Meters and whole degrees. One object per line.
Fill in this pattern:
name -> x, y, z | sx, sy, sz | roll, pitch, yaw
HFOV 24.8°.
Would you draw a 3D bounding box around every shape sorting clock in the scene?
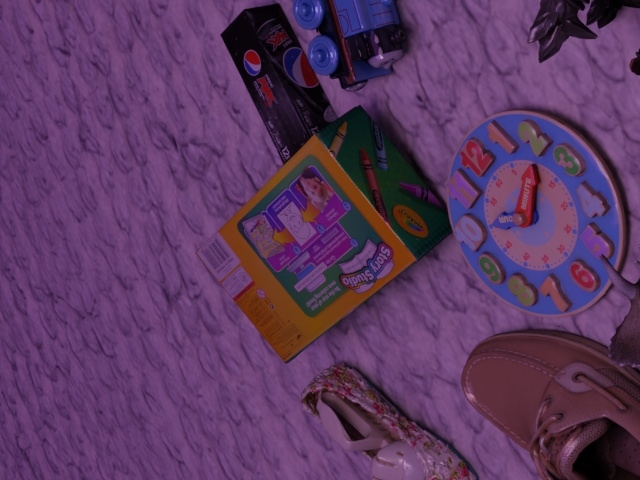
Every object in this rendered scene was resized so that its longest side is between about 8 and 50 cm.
shape sorting clock -> 0.200, -0.024, 1.387 | 0.206, 0.040, 0.206 | 21, 119, 43

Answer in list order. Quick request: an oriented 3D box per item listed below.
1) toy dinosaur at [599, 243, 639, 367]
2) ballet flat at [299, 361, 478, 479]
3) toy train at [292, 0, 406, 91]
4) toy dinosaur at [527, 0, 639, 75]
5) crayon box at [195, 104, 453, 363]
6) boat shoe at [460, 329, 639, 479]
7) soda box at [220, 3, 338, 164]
toy dinosaur -> 0.342, 0.139, 1.193 | 0.313, 0.160, 0.121 | 60, 139, 16
ballet flat -> 0.066, 0.226, 1.604 | 0.241, 0.077, 0.091 | 36, 127, 35
toy train -> 0.028, -0.246, 1.474 | 0.105, 0.080, 0.184 | -13, 93, 44
toy dinosaur -> 0.302, -0.209, 1.159 | 0.218, 0.164, 0.321 | 6, 90, 32
crayon box -> 0.000, 0.000, 1.564 | 0.165, 0.081, 0.278 | 51, 138, 2
boat shoe -> 0.250, 0.174, 1.348 | 0.341, 0.110, 0.121 | 20, 118, 43
soda box -> -0.043, -0.173, 1.597 | 0.060, 0.053, 0.168 | -37, 76, 48
